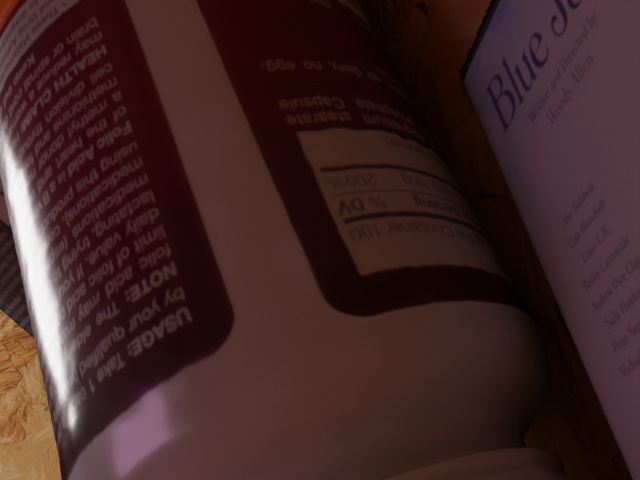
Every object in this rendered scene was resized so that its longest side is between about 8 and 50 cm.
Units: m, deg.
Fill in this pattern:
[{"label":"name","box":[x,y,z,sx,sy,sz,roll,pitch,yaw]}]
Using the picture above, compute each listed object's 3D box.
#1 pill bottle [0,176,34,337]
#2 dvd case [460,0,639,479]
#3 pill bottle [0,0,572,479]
[{"label":"pill bottle","box":[-0.216,-0.058,0.694,0.363,0.210,0.210,44,163,-11]},{"label":"dvd case","box":[0.117,-0.023,0.270,0.180,0.022,0.253,108,152,-54]},{"label":"pill bottle","box":[-0.028,0.026,0.439,0.224,0.224,0.392,107,147,-53]}]
